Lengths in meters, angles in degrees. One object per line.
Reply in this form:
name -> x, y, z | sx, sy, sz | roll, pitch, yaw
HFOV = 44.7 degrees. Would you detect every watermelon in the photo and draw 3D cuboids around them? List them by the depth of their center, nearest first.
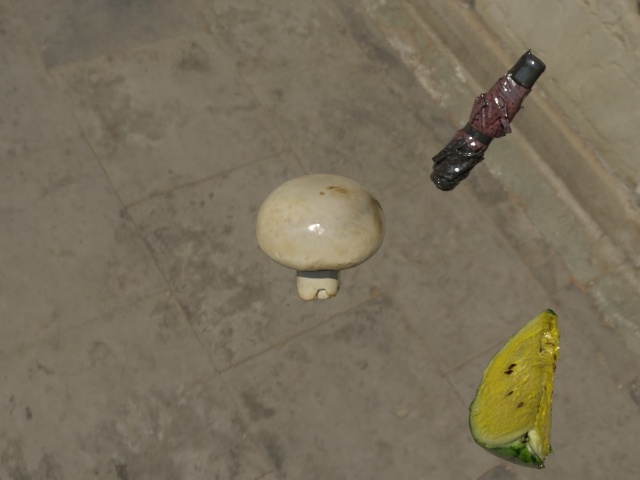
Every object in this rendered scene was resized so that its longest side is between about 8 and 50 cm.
watermelon -> 0.280, 0.215, 1.075 | 0.123, 0.129, 0.301 | 20, 31, 10

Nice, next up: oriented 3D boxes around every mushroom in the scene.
mushroom -> 0.000, 0.000, 1.206 | 0.204, 0.204, 0.204 | 7, 57, -11

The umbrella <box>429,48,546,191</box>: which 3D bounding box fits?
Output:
umbrella -> 0.326, -0.232, 1.536 | 0.090, 0.326, 0.094 | 34, 28, -3
